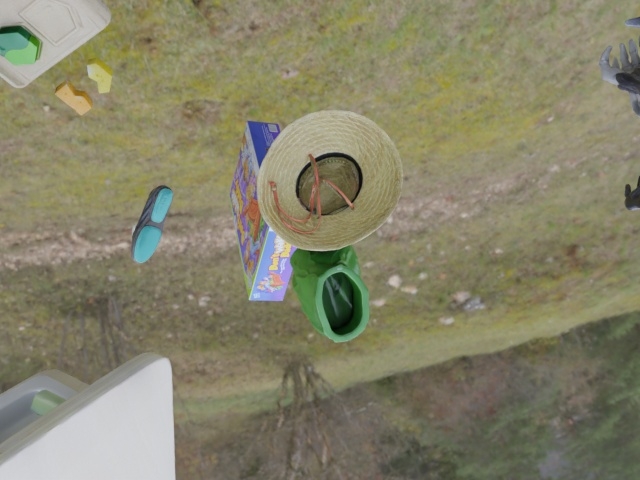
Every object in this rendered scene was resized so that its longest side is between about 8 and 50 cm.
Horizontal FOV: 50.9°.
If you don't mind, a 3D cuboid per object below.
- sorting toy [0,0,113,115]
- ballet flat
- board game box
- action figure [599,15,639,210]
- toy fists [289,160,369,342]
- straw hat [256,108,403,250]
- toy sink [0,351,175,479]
[{"bbox_3d":[-0.456,-0.334,1.082,0.229,0.041,0.307,-27,134,22],"label":"sorting toy"},{"bbox_3d":[-0.426,-0.043,1.672,0.074,0.074,0.203,25,85,-58],"label":"ballet flat"},{"bbox_3d":[-0.125,-0.071,1.497,0.078,0.347,0.233,3,131,-20],"label":"board game box"},{"bbox_3d":[0.335,-0.145,0.590,0.164,0.141,0.276,-5,134,8],"label":"action figure"},{"bbox_3d":[0.000,0.000,0.933,0.096,0.279,0.142,-17,-165,-17],"label":"toy fists"},{"bbox_3d":[0.009,-0.053,0.668,0.144,0.145,0.061,-22,168,-1],"label":"straw hat"},{"bbox_3d":[-0.202,0.187,0.472,0.153,0.131,0.234,-35,135,-53],"label":"toy sink"}]
